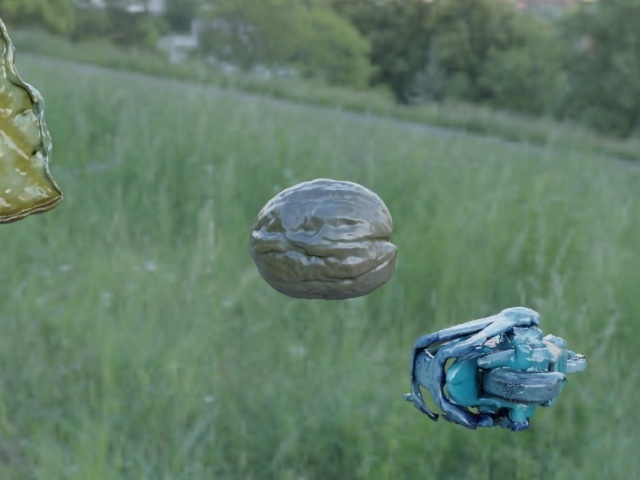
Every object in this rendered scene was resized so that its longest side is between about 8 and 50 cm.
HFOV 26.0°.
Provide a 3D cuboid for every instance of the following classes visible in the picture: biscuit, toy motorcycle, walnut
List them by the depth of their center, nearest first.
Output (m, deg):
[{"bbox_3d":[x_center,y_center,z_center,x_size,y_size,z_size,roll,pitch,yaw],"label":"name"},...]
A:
[{"bbox_3d":[0.212,0.155,1.711,0.206,0.154,0.260,4,6,19],"label":"toy motorcycle"},{"bbox_3d":[-0.001,0.001,2.001,0.230,0.178,0.178,-6,14,23],"label":"walnut"},{"bbox_3d":[-0.515,-0.187,2.117,0.078,0.335,0.329,3,-6,37],"label":"biscuit"}]
